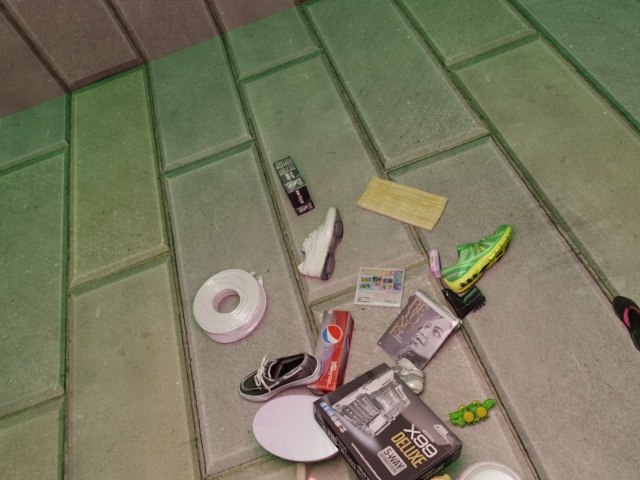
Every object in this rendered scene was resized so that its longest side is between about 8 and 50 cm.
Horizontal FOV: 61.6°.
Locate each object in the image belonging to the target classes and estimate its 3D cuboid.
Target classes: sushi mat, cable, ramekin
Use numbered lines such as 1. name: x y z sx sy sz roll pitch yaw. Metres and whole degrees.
1. sushi mat: 0.300 -0.140 1.988 0.317 0.019 0.151 21 63 26
2. cable: -0.314 0.223 1.865 0.257 0.089 0.257 -20 53 1
3. ramekin: 0.433 0.655 1.348 0.207 0.109 0.207 -8 54 11

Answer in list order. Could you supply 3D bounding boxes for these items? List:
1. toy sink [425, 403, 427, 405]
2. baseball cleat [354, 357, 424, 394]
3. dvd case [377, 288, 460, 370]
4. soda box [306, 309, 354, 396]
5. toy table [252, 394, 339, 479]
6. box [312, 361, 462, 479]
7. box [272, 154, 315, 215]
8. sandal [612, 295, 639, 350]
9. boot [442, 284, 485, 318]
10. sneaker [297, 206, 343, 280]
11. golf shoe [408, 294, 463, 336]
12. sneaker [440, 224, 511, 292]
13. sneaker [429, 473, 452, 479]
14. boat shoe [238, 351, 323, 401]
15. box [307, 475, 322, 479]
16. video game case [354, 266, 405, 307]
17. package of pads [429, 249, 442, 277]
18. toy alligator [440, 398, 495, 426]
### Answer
1. toy sink: 0.220 0.573 1.449 0.153 0.131 0.234 -3 56 14
2. baseball cleat: 0.208 0.403 1.608 0.206 0.072 0.109 5 58 16
3. dvd case: 0.297 0.282 1.647 0.164 0.018 0.221 41 97 34
4. soda box: 0.037 0.352 1.682 0.092 0.083 0.263 3 58 18
5. toy table: -0.040 0.551 1.520 0.274 0.161 0.252 12 61 23
6. box: 0.163 0.481 1.362 0.243 0.076 0.307 -22 42 -24
7. box: -0.103 -0.211 2.070 0.078 0.147 0.180 -25 54 -3
8. sandal: 0.908 0.233 1.548 0.067 0.040 0.179 -15 54 6
9. boot: 0.451 0.176 1.681 0.099 0.045 0.121 -36 96 1
10. sneaker: 0.000 0.000 1.925 0.129 0.111 0.297 3 56 24
11. golf shoe: 0.360 0.230 1.697 0.086 0.067 0.186 -26 49 -36
12. sneaker: 0.510 0.039 1.751 0.295 0.109 0.123 -40 59 -13
13. sneaker: 0.233 0.616 1.324 0.209 0.081 0.094 -1 22 9
14. boat shoe: -0.145 0.408 1.631 0.306 0.105 0.113 -19 47 30
15. box: 0.003 0.782 1.359 0.154 0.142 0.299 10 60 21
16. video game case: 0.201 0.158 1.812 0.157 0.019 0.143 2 56 17
17. package of pads: 0.385 0.078 1.794 0.032 0.050 0.083 -11 54 18
18. toy alligator: 0.404 0.497 1.503 0.190 0.056 0.051 -21 95 -1
